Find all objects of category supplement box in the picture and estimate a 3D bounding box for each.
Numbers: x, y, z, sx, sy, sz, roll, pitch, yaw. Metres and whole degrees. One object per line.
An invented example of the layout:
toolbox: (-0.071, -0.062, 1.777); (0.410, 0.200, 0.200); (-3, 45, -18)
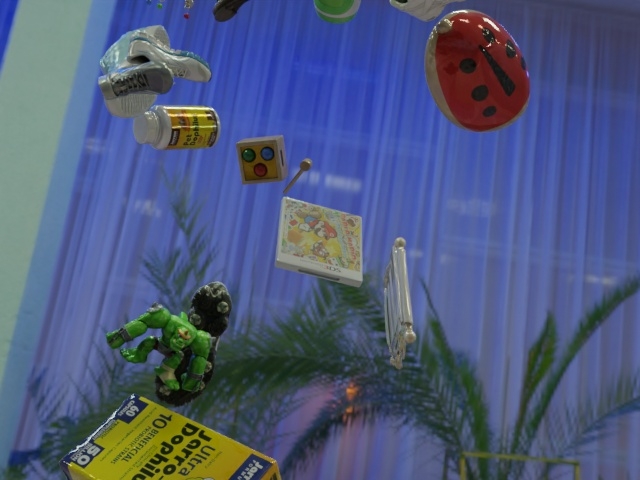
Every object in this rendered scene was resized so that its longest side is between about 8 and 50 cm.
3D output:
supplement box: (-0.260, 0.460, 1.411); (0.357, 0.194, 0.195); (16, -49, 30)

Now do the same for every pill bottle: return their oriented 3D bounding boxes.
pill bottle: (-0.381, -0.299, 2.061); (0.215, 0.117, 0.117); (-8, -1, -40)

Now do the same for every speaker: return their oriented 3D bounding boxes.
speaker: (0.049, -0.697, 1.945); (0.131, 0.131, 0.296); (8, -38, 3)

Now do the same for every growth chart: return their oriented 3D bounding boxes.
growth chart: (0.109, 0.100, 1.113); (0.021, 0.172, 0.237); (-3, -19, -1)

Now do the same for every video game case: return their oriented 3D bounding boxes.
video game case: (0.000, 0.000, 1.849); (0.206, 0.227, 0.026); (14, -48, -11)

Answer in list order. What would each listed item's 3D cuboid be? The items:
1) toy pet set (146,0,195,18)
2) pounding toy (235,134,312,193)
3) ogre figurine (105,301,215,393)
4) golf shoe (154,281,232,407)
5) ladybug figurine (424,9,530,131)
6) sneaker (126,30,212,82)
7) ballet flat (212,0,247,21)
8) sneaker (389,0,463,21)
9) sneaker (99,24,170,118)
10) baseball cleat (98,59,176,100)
toy pet set: (-0.389, -0.663, 2.052); (0.122, 0.065, 0.114); (21, -29, -4)
pounding toy: (-0.132, -0.216, 2.319); (0.206, 0.181, 0.094); (-4, 16, 13)
ogre figurine: (-0.284, 0.191, 1.436); (0.197, 0.118, 0.097); (36, 3, -3)
golf shoe: (-0.249, 0.212, 1.590); (0.105, 0.272, 0.120); (25, 8, -7)
ladybug figurine: (0.469, -0.477, 2.247); (0.449, 0.305, 0.162); (34, -2, -42)
sneaker: (-0.331, -0.374, 1.685); (0.191, 0.083, 0.071); (19, -33, -12)
ballet flat: (-0.206, -0.694, 2.161); (0.250, 0.058, 0.084); (-27, -21, 30)
sneaker: (0.293, -0.658, 1.990); (0.152, 0.114, 0.305); (8, -18, -26)
sneaker: (-0.493, -0.415, 1.965); (0.150, 0.366, 0.135); (-7, -53, 16)
baseball cleat: (-0.377, -0.312, 1.567); (0.109, 0.072, 0.206); (-35, 25, -32)
